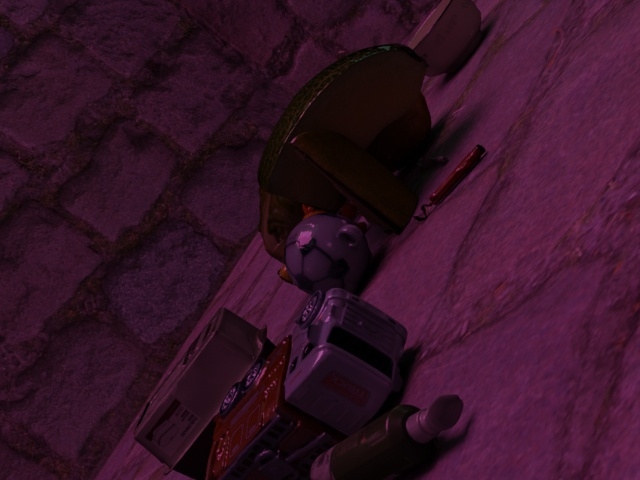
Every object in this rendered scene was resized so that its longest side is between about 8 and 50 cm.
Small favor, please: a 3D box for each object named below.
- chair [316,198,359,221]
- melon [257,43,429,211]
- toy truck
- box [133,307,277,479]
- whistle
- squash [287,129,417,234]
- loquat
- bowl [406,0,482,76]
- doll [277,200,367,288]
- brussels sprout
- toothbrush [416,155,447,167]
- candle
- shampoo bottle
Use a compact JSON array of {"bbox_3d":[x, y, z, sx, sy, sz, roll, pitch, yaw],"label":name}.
[{"bbox_3d":[0.077,-0.162,2.283,0.270,0.136,0.147,-54,7,2],"label":"chair"},{"bbox_3d":[0.045,-0.226,1.885,0.343,0.226,0.331,-64,-18,9],"label":"melon"},{"bbox_3d":[-0.024,0.211,1.256,0.305,0.136,0.162,-51,15,33],"label":"toy truck"},{"bbox_3d":[-0.194,0.276,1.811,0.290,0.166,0.220,-52,8,9],"label":"box"},{"bbox_3d":[-0.003,0.041,1.786,0.290,0.163,0.163,-42,14,53],"label":"whistle"},{"bbox_3d":[0.056,-0.125,1.810,0.093,0.252,0.169,-52,8,-3],"label":"squash"},{"bbox_3d":[0.132,-0.266,2.111,0.213,0.213,0.246,-37,32,64],"label":"loquat"},{"bbox_3d":[0.304,-0.487,2.420,0.238,0.126,0.238,-51,8,10],"label":"bowl"},{"bbox_3d":[0.000,0.000,2.084,0.221,0.143,0.135,-61,1,28],"label":"doll"},{"bbox_3d":[-0.051,-0.071,2.396,0.219,0.210,0.271,26,96,64],"label":"brussels sprout"},{"bbox_3d":[0.209,-0.148,1.895,0.204,0.017,0.022,-155,83,-82],"label":"toothbrush"},{"bbox_3d":[0.209,-0.091,1.628,0.167,0.021,0.026,-50,-1,28],"label":"candle"},{"bbox_3d":[0.066,0.208,1.003,0.204,0.065,0.065,-44,12,47],"label":"shampoo bottle"}]
